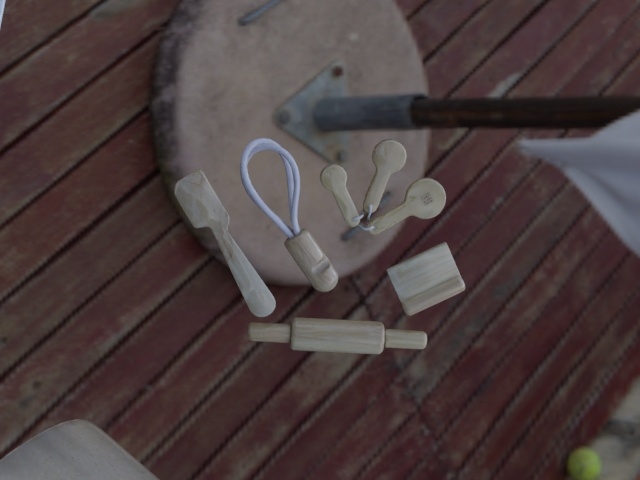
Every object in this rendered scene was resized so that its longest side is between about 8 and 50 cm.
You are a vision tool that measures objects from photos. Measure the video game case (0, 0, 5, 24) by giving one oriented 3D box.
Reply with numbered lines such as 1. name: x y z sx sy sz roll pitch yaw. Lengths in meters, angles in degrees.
1. video game case: -0.357 -0.155 0.831 0.285 0.025 0.204 21 65 -39

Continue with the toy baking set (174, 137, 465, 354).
1. toy baking set: 0.001 0.007 1.077 0.256 0.030 0.197 -1 102 -4

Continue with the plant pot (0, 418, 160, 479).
1. plant pot: -0.063 0.259 0.534 0.256 0.274 0.256 -55 167 -20
